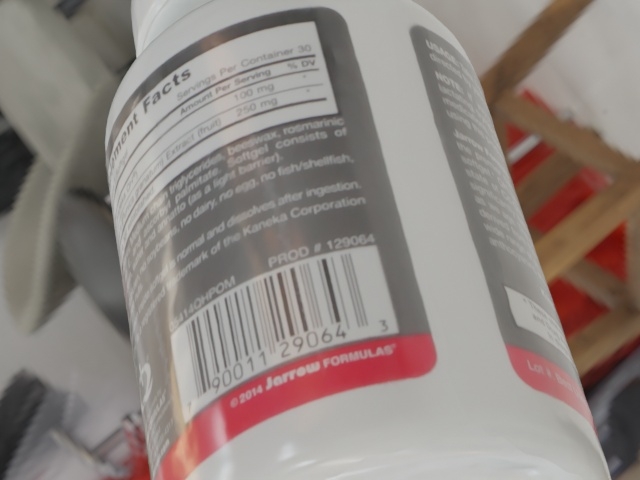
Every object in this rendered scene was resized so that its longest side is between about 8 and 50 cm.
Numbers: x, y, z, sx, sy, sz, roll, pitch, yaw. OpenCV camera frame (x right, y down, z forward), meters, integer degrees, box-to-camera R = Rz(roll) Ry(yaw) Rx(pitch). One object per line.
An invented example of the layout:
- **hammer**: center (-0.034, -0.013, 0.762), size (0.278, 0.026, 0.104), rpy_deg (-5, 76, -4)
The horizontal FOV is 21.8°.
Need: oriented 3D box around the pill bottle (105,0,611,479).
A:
- **pill bottle**: center (0.000, 0.000, 0.723), size (0.176, 0.176, 0.318), rpy_deg (85, 173, -52)
